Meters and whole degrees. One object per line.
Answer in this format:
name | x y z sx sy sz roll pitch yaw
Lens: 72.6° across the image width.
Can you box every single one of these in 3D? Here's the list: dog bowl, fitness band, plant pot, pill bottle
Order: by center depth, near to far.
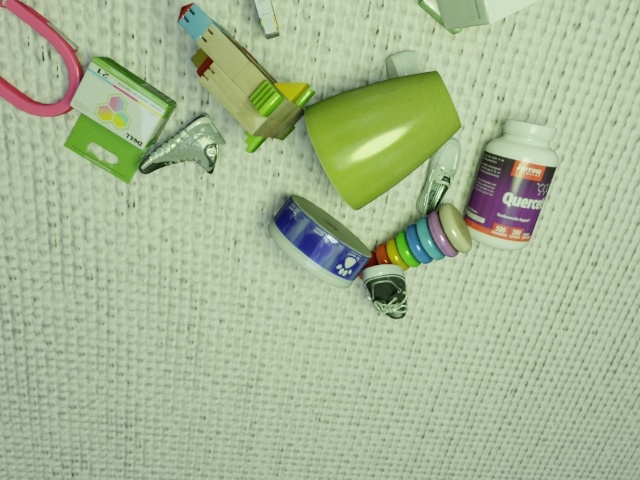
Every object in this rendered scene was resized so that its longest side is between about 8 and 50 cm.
plant pot | 0.157 -0.253 1.002 0.293 0.275 0.275 -24 112 19
fitness band | -0.692 -0.423 1.008 0.290 0.054 0.209 40 103 -17
dog bowl | 0.000 0.000 1.124 0.264 0.265 0.104 34 102 -16
pill bottle | 0.507 -0.148 1.158 0.181 0.181 0.323 7 111 -8

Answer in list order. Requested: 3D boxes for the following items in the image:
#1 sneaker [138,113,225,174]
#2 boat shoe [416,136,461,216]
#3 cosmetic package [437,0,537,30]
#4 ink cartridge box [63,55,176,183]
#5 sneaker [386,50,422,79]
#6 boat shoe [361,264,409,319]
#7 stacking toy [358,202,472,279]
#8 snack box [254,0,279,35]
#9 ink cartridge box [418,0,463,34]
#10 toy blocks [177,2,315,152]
sneaker | -0.340 -0.206 1.110 0.228 0.086 0.132 -35 113 7
boat shoe | 0.334 -0.167 1.191 0.083 0.076 0.227 11 110 -10
cosmetic package | 0.386 -0.557 0.909 0.223 0.225 0.138 -25 115 3
ink cartridge box | -0.502 -0.278 1.059 0.188 0.097 0.255 32 104 -16
sneaker | 0.239 -0.372 1.108 0.094 0.080 0.212 -21 111 -10
boat shoe | 0.186 0.152 1.196 0.113 0.105 0.306 -11 155 10
stacking toy | 0.235 0.027 1.197 0.330 0.141 0.141 -28 113 28
snack box | -0.122 -0.513 0.979 0.037 0.141 0.100 -15 112 1
ink cartridge box | 0.287 -0.631 1.017 0.235 0.056 0.171 31 105 -15
toy blocks | -0.173 -0.352 0.947 0.190 0.381 0.261 -44 94 12
